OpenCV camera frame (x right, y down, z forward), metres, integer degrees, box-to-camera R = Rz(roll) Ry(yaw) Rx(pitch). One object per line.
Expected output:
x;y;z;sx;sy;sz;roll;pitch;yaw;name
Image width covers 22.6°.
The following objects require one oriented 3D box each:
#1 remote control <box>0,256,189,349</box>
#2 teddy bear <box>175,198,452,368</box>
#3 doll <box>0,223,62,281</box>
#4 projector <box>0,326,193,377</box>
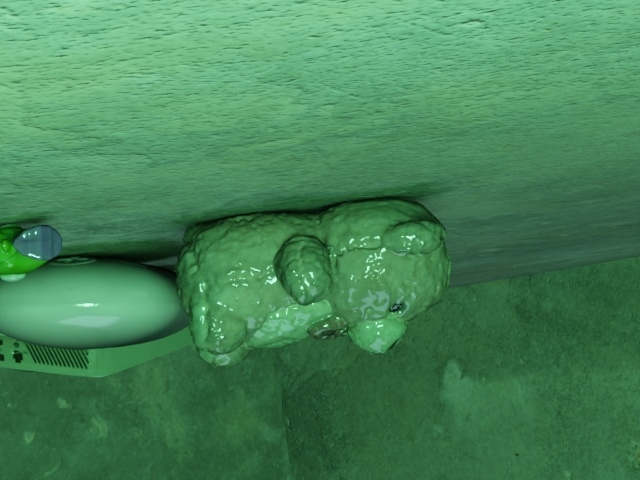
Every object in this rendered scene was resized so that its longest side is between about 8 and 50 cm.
-0.252;0.071;1.797;0.221;0.103;0.332;0;176;6;remote control
-0.006;0.041;1.556;0.267;0.151;0.236;-2;169;-2;teddy bear
-0.304;0.010;1.337;0.190;0.050;0.115;-1;165;-43;doll
-0.309;0.108;2.074;0.257;0.079;0.259;3;-168;29;projector
